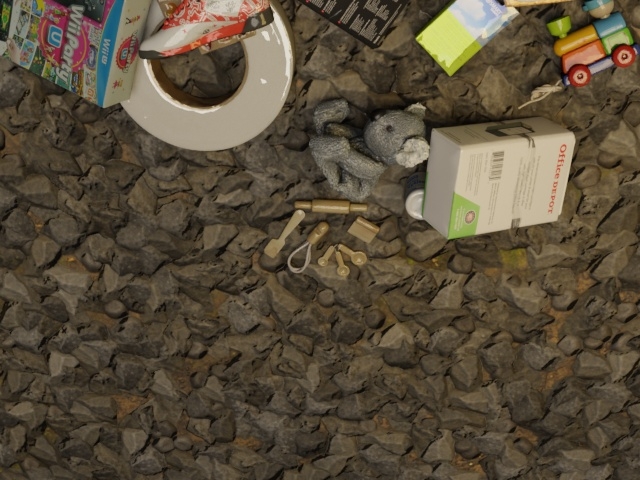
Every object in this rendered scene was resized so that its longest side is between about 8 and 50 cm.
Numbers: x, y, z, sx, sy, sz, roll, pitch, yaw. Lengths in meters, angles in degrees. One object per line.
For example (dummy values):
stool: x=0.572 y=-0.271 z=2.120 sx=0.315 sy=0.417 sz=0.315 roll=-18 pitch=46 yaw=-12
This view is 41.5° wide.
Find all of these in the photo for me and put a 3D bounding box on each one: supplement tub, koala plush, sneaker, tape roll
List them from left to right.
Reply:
sneaker: x=-0.233 y=-0.440 z=1.577 sx=0.270 sy=0.090 sz=0.145 roll=-15 pitch=114 yaw=9
tape roll: x=-0.244 y=-0.373 z=1.710 sx=0.392 sy=0.072 sz=0.392 roll=2 pitch=117 yaw=4
koala plush: x=0.117 y=-0.196 z=1.712 sx=0.221 sy=0.196 sz=0.203 roll=-20 pitch=125 yaw=16
supplement tub: x=0.214 y=-0.096 z=1.793 sx=0.071 sy=0.107 sz=0.071 roll=2 pitch=117 yaw=3

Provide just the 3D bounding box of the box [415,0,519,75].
box: x=0.285 y=-0.423 z=1.654 sx=0.109 sy=0.042 sz=0.178 roll=43 pitch=112 yaw=-16

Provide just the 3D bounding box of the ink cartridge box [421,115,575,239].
ink cartridge box: x=0.356 y=-0.129 z=1.700 sx=0.273 sy=0.115 sz=0.198 roll=-9 pitch=120 yaw=-23

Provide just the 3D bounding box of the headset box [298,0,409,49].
headset box: x=0.042 y=-0.528 z=1.551 sx=0.293 sy=0.110 sz=0.218 roll=30 pitch=135 yaw=-10

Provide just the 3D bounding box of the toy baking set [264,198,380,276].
toy baking set: x=0.002 y=-0.006 z=1.901 sx=0.256 sy=0.030 sz=0.196 roll=7 pitch=118 yaw=1

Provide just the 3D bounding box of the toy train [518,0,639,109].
toy train: x=0.475 y=-0.370 z=1.640 sx=0.248 sy=0.105 sz=0.143 roll=-23 pitch=103 yaw=16

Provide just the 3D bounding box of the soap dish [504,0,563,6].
soap dish: x=0.439 y=-0.583 z=1.517 sx=0.229 sy=0.118 sz=0.291 roll=-5 pitch=116 yaw=7

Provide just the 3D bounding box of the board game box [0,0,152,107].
board game box: x=-0.494 y=-0.426 z=1.638 sx=0.303 sy=0.097 sz=0.224 roll=27 pitch=119 yaw=13

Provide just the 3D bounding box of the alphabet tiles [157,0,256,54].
alphabet tiles: x=-0.220 y=-0.484 z=1.607 sx=0.198 sy=0.009 sz=0.237 roll=-17 pitch=115 yaw=12
